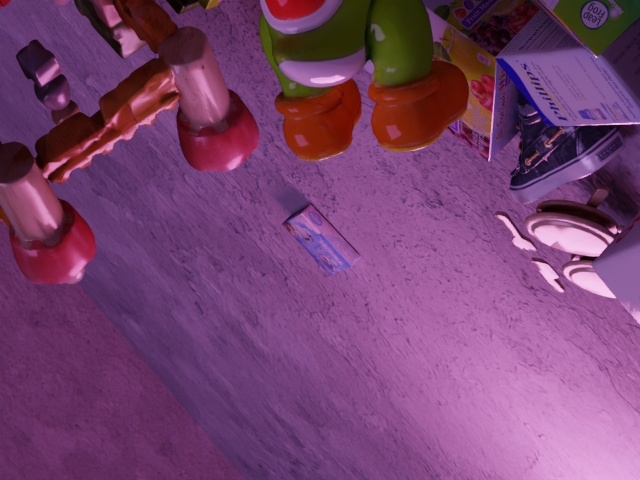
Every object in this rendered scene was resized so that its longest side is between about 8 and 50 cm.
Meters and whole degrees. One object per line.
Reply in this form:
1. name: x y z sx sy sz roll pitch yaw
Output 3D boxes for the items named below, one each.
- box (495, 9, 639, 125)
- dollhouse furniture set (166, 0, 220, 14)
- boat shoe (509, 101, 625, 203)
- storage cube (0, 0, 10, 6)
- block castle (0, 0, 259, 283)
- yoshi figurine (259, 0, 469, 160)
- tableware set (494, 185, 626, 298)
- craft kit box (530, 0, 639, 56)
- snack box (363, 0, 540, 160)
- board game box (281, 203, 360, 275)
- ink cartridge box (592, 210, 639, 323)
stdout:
1. box: 0.218 -0.151 1.435 0.072 0.126 0.137 49 162 -20
2. dollhouse furniture set: -0.110 -0.292 2.018 0.076 0.058 0.152 49 144 11
3. boat shoe: 0.199 -0.091 1.732 0.083 0.065 0.183 54 159 -2
4. storage cube: -0.339 -0.388 2.009 0.183 0.215 0.193 41 168 11
5. block castle: -0.306 -0.175 2.142 0.453 0.303 0.213 45 165 36
6. yoshi figurine: 0.003 -0.258 1.575 0.203 0.203 0.362 40 154 59
7. tableware set: 0.249 0.003 1.809 0.128 0.039 0.194 8 161 28
8. craft kit box: 0.095 -0.258 1.379 0.246 0.061 0.250 45 -173 -24
9. snack box: 0.091 -0.188 1.723 0.207 0.070 0.174 39 160 21
10. board game box: 0.000 0.000 2.432 0.090 0.020 0.090 47 161 -5
11. ink cartridge box: 0.329 -0.030 1.333 0.117 0.201 0.278 46 163 -2
